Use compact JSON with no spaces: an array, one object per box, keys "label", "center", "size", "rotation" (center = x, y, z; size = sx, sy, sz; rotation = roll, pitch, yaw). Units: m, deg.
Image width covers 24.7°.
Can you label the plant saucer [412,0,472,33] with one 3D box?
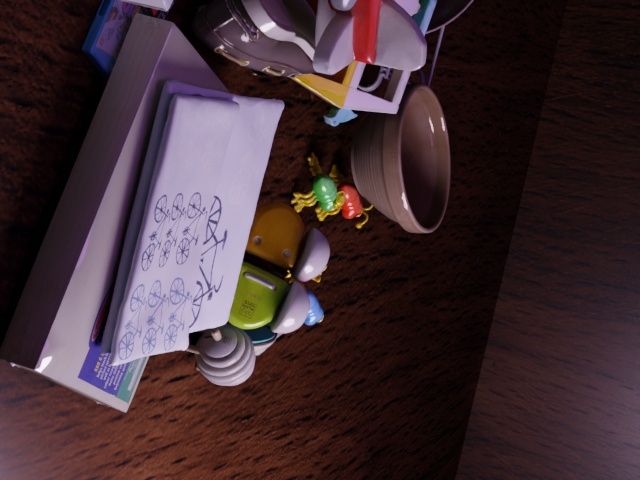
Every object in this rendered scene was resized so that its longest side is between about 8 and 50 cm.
[{"label":"plant saucer","center":[0.130,-0.458,2.148],"size":[0.311,0.050,0.310],"rotation":[-10,112,-28]}]

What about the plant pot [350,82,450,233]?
[{"label":"plant pot","center":[0.119,-0.127,2.308],"size":[0.237,0.110,0.237],"rotation":[-2,90,-65]}]

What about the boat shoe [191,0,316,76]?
[{"label":"boat shoe","center":[-0.067,-0.264,1.875],"size":[0.116,0.097,0.324],"rotation":[65,14,8]}]

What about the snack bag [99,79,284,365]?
[{"label":"snack bag","center":[-0.142,-0.021,1.744],"size":[0.342,0.037,0.323],"rotation":[-4,109,-70]}]

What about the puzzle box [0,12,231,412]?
[{"label":"puzzle box","center":[-0.217,-0.020,1.667],"size":[0.272,0.052,0.409],"rotation":[51,58,-69]}]

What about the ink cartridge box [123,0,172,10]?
[{"label":"ink cartridge box","center":[-0.169,-0.405,1.438],"size":[0.211,0.122,0.289],"rotation":[73,36,-65]}]

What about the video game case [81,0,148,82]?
[{"label":"video game case","center":[-0.207,-0.253,1.616],"size":[0.119,0.015,0.166],"rotation":[58,50,-65]}]

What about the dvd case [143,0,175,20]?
[{"label":"dvd case","center":[-0.180,-0.304,1.611],"size":[0.119,0.013,0.087],"rotation":[75,35,-56]}]

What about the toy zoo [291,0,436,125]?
[{"label":"toy zoo","center":[0.064,-0.306,2.112],"size":[0.192,0.030,0.293],"rotation":[16,97,-35]}]

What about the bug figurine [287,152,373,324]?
[{"label":"bug figurine","center":[0.000,0.000,2.279],"size":[0.216,0.072,0.279],"rotation":[57,51,-64]}]

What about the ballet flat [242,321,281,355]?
[{"label":"ballet flat","center":[-0.088,0.145,2.167],"size":[0.168,0.057,0.052],"rotation":[-32,143,-63]}]

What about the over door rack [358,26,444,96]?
[{"label":"over door rack","center":[0.150,-0.372,2.350],"size":[0.324,0.108,0.239],"rotation":[-64,160,1]}]

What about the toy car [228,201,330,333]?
[{"label":"toy car","center":[-0.089,0.039,1.999],"size":[0.136,0.159,0.182],"rotation":[-25,-138,67]}]

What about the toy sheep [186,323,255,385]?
[{"label":"toy sheep","center":[-0.133,0.154,1.996],"size":[0.132,0.091,0.091],"rotation":[66,42,-60]}]

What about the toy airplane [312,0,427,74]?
[{"label":"toy airplane","center":[0.077,-0.389,1.769],"size":[0.384,0.272,0.386],"rotation":[41,48,-52]}]
